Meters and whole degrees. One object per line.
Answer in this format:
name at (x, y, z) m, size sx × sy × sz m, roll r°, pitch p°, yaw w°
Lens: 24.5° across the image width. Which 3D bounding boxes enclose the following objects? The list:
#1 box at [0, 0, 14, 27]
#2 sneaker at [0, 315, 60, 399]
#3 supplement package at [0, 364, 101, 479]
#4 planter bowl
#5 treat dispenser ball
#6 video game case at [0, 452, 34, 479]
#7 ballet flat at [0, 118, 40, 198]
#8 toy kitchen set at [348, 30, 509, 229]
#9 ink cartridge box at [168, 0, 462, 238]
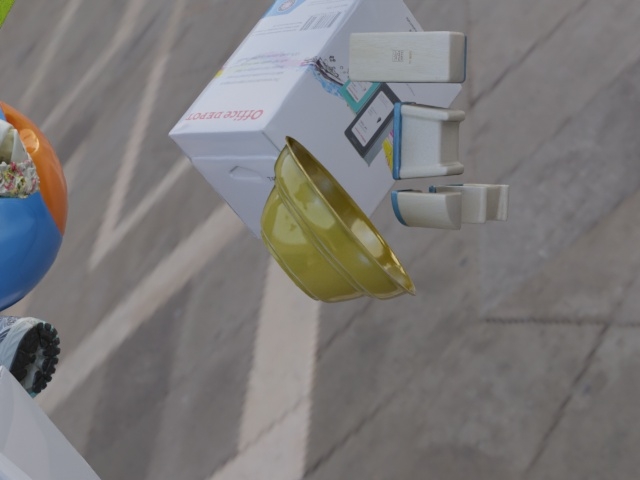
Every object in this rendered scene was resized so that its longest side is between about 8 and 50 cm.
box at (-0.498, -0.352, 2.064) m, size 0.178 × 0.042 × 0.109 m, roll 18°, pitch 78°, yaw 36°
sneaker at (-0.458, 0.232, 2.010) m, size 0.122 × 0.110 × 0.283 m, roll 14°, pitch 73°, yaw 36°
supplement package at (-0.347, 0.299, 1.477) m, size 0.145 × 0.204 × 0.262 m, roll -20°, pitch 34°, yaw 20°
planter bowl at (0.000, 0.000, 1.565) m, size 0.090 × 0.217 × 0.217 m, roll -39°, pitch 21°, yaw 7°
treat dispenser ball at (-0.451, -0.042, 1.785) m, size 0.288 × 0.288 × 0.288 m, roll -45°, pitch 20°, yaw 22°
video game case at (-0.254, 0.296, 1.201) m, size 0.206 × 0.227 × 0.026 m, roll -38°, pitch 21°, yaw 19°
ballet flat at (-0.321, -0.078, 1.385) m, size 0.077 × 0.091 × 0.241 m, roll -68°, pitch -11°, yaw 9°
toy kitchen set at (0.122, -0.121, 1.611) m, size 0.122 × 0.166 × 0.207 m, roll 5°, pitch 97°, yaw 32°
ink cartridge box at (-0.005, -0.159, 1.825) m, size 0.198 × 0.197 × 0.270 m, roll 3°, pitch 50°, yaw 51°
